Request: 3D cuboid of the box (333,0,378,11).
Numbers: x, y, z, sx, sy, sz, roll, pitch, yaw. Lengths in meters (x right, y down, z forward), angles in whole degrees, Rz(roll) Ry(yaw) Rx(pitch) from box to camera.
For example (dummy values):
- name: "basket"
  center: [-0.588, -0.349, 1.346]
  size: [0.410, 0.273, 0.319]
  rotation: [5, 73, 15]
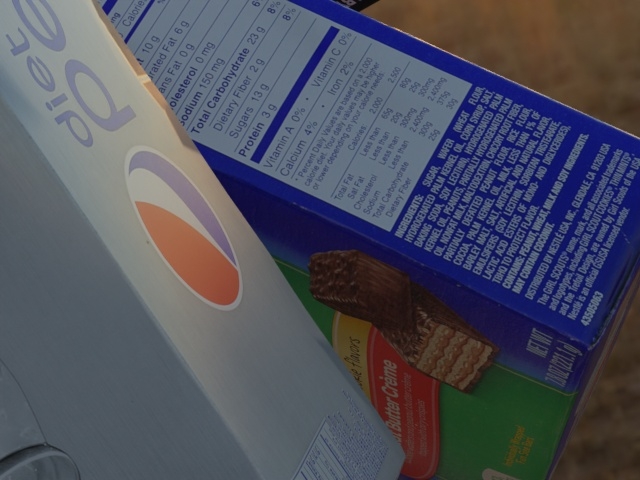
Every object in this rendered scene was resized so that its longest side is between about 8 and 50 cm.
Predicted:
- name: "box"
  center: [0.011, -0.234, 1.188]
  size: [0.175, 0.051, 0.220]
  rotation: [-23, 44, 51]

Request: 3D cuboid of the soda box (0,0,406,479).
- name: "soda box"
  center: [-0.100, -0.020, 0.465]
  size: [0.098, 0.286, 0.091]
  rotation: [-31, 8, 18]

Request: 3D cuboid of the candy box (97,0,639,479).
- name: "candy box"
  center: [0.000, 0.000, 0.953]
  size: [0.122, 0.317, 0.268]
  rotation: [-59, -13, -25]
